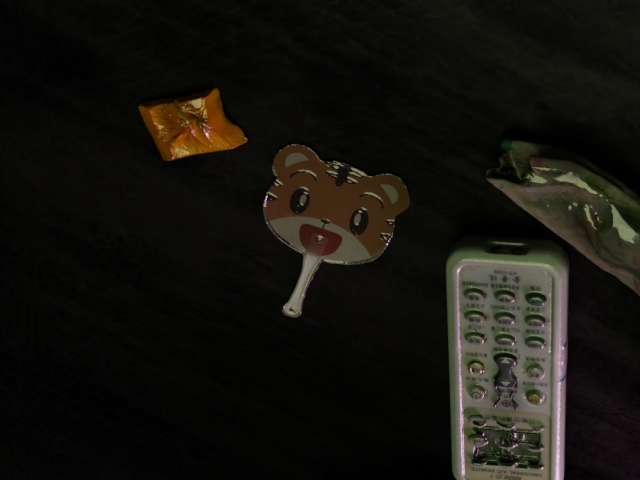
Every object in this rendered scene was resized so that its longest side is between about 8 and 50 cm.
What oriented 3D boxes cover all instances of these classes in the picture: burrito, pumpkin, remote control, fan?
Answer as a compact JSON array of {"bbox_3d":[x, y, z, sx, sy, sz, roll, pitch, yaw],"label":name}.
[{"bbox_3d":[0.305,-0.008,1.655,0.309,0.066,0.096,34,129,-8],"label":"burrito"},{"bbox_3d":[-0.136,-0.116,1.714,0.101,0.035,0.073,-13,124,20],"label":"pumpkin"},{"bbox_3d":[0.204,0.137,1.788,0.128,0.065,0.335,3,126,10],"label":"remote control"},{"bbox_3d":[0.000,0.000,1.778,0.152,0.008,0.227,19,127,-1],"label":"fan"}]
